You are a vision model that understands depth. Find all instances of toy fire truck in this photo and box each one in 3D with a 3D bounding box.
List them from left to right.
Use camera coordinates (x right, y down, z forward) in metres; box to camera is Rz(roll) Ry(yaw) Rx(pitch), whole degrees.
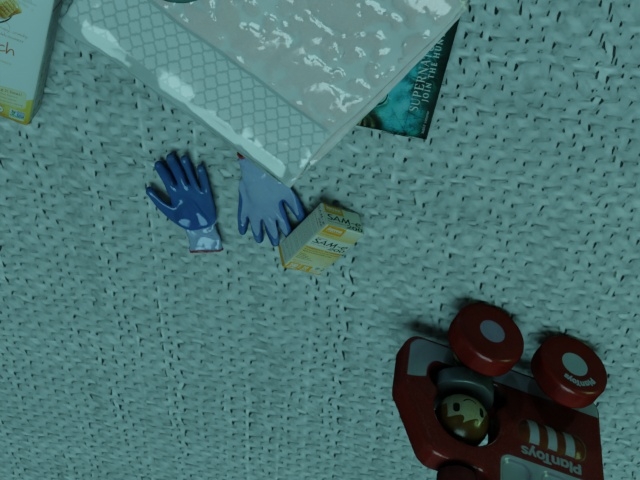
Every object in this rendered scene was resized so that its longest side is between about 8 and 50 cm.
[{"bbox_3d":[0.238,0.245,1.166,0.302,0.254,0.169,21,131,-8],"label":"toy fire truck"}]

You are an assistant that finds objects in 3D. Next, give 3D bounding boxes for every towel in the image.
[{"bbox_3d":[-0.070,-0.240,0.911,0.331,0.053,0.317,36,128,-12],"label":"towel"}]

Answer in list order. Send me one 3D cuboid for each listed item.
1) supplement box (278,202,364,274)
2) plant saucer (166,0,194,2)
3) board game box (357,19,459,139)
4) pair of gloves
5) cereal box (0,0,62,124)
[{"bbox_3d":[0.000,0.000,1.129,0.062,0.036,0.098,14,137,-35],"label":"supplement box"},{"bbox_3d":[-0.148,-0.282,0.855,0.119,0.021,0.119,9,127,13],"label":"plant saucer"},{"bbox_3d":[0.074,-0.201,0.959,0.126,0.026,0.186,11,132,0],"label":"board game box"},{"bbox_3d":[-0.120,-0.050,1.132,0.198,0.023,0.159,-4,128,12],"label":"pair of gloves"},{"bbox_3d":[-0.378,-0.257,0.979,0.172,0.047,0.240,21,131,-8],"label":"cereal box"}]
